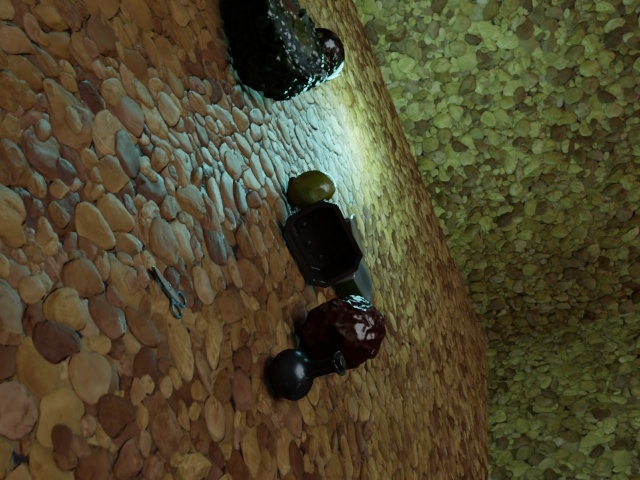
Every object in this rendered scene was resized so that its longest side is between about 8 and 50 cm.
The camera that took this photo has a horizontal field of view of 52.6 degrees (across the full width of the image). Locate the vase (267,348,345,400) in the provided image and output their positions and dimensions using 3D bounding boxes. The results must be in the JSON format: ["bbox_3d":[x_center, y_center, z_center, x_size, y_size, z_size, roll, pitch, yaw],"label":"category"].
[{"bbox_3d":[-0.028,0.301,1.499,0.120,0.182,0.120,48,32,-45],"label":"vase"}]

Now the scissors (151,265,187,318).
[{"bbox_3d":[-0.290,0.095,1.239,0.058,0.014,0.119,-80,150,-51],"label":"scissors"}]

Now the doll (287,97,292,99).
[{"bbox_3d":[-0.135,-0.516,2.044,0.190,0.050,0.115,16,57,-62],"label":"doll"}]

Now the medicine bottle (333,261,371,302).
[{"bbox_3d":[0.090,0.109,2.069,0.189,0.088,0.132,60,24,-29],"label":"medicine bottle"}]

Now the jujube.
[{"bbox_3d":[0.064,0.245,1.735,0.232,0.212,0.213,-7,80,-68],"label":"jujube"}]

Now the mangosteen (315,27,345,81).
[{"bbox_3d":[-0.018,-0.670,2.310,0.217,0.192,0.192,49,-1,45],"label":"mangosteen"}]

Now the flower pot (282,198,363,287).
[{"bbox_3d":[0.000,0.000,1.860,0.251,0.178,0.084,62,-2,-24],"label":"flower pot"}]

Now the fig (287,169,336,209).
[{"bbox_3d":[-0.026,-0.146,1.914,0.153,0.135,0.121,-25,88,-56],"label":"fig"}]

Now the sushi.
[{"bbox_3d":[-0.126,-0.588,1.892,0.294,0.178,0.352,5,67,-57],"label":"sushi"}]

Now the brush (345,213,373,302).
[{"bbox_3d":[0.132,0.067,2.275,0.060,0.050,0.321,-60,137,-66],"label":"brush"}]
